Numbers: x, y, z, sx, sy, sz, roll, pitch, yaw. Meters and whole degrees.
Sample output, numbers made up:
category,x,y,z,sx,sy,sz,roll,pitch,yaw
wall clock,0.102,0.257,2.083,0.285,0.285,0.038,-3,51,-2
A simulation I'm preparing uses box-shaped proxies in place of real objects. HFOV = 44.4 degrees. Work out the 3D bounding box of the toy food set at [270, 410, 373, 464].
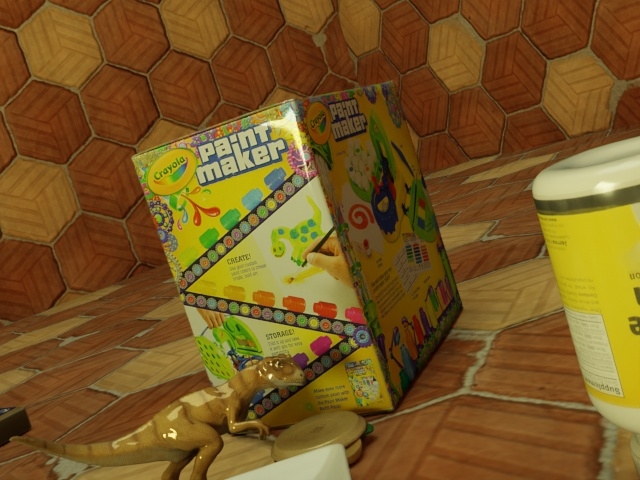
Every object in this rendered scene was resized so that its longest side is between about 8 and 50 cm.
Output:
category,x,y,z,sx,sy,sz,roll,pitch,yaw
toy food set,0.001,0.159,0.625,0.083,0.020,0.082,-16,7,23

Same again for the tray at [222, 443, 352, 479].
category,x,y,z,sx,sy,sz,roll,pitch,yaw
tray,-0.040,0.193,0.432,0.145,0.030,0.270,-19,7,-1

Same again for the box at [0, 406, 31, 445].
category,x,y,z,sx,sy,sz,roll,pitch,yaw
box,-0.498,0.265,1.018,0.225,0.037,0.136,-14,8,36

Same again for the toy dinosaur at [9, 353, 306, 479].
category,x,y,z,sx,sy,sz,roll,pitch,yaw
toy dinosaur,-0.110,0.150,0.597,0.211,0.112,0.064,-21,8,-20

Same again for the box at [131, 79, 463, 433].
category,x,y,z,sx,sy,sz,roll,pitch,yaw
box,0.000,0.000,0.809,0.177,0.279,0.290,-14,7,25

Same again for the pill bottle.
category,x,y,z,sx,sy,sz,roll,pitch,yaw
pill bottle,0.186,0.038,0.418,0.103,0.184,0.103,-18,7,2
